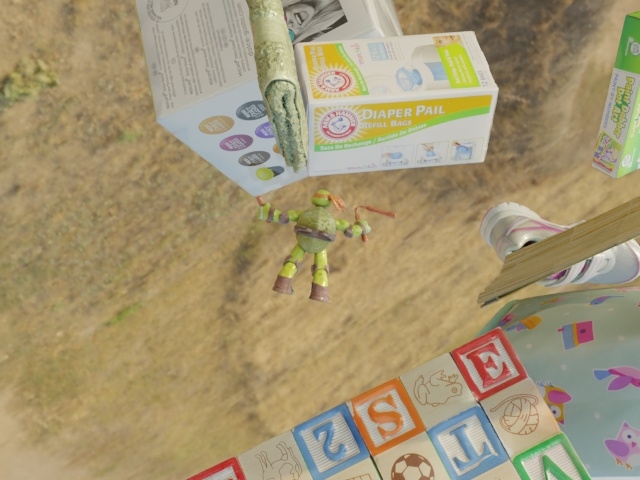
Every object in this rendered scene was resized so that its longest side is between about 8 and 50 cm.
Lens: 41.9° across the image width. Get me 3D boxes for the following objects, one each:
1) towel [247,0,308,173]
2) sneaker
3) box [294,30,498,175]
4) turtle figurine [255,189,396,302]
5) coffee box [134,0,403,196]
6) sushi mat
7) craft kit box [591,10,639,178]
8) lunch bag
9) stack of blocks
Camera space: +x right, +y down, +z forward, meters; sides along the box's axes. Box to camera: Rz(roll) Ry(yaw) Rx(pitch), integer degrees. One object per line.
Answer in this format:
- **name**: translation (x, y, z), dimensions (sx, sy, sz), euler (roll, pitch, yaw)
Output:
- **towel**: translation (-0.030, -0.127, 0.642), dimensions (0.027, 0.110, 0.148), euler (-11, 160, 2)
- **sneaker**: translation (0.366, 0.027, 1.257), dimensions (0.111, 0.252, 0.103), euler (-82, -177, -57)
- **box**: translation (0.077, -0.151, 0.921), dimensions (0.203, 0.114, 0.103), euler (-5, 138, -5)
- **turtle figurine**: translation (0.000, 0.000, 1.527), dimensions (0.087, 0.269, 0.217), euler (180, -79, -80)
- **coffee box**: translation (-0.061, -0.317, 1.292), dimensions (0.334, 0.338, 0.337), euler (-20, 158, 14)
- **sushi mat**: translation (0.310, -0.020, 0.852), dimensions (0.316, 0.019, 0.151), euler (-29, -175, 30)
- **craft kit box**: translation (0.540, -0.243, 1.287), dimensions (0.246, 0.061, 0.250), euler (-22, 130, -31)
- **lunch bag**: translation (0.284, 0.120, 0.814), dimensions (0.223, 0.160, 0.262), euler (-12, -175, 33)
- **stack of blocks**: translation (0.036, 0.207, 0.593), dimensions (0.297, 0.171, 0.087), euler (-25, 160, -9)
